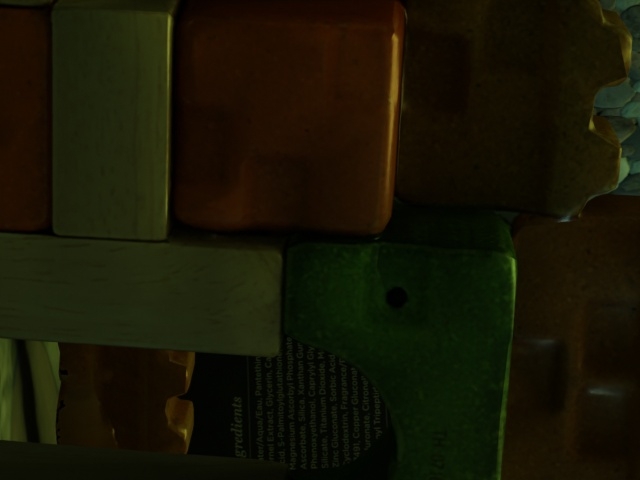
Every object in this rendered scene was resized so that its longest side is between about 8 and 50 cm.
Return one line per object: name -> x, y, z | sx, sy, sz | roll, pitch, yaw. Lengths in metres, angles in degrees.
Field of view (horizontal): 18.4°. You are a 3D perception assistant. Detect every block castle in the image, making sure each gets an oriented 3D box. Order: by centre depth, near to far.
block castle -> 0.000, 0.000, 0.602 | 0.303, 0.212, 0.453 | -77, 170, -70

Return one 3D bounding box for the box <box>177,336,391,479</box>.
box -> 0.006, 0.068, 0.884 | 0.153, 0.207, 0.108 | 68, 20, -77
